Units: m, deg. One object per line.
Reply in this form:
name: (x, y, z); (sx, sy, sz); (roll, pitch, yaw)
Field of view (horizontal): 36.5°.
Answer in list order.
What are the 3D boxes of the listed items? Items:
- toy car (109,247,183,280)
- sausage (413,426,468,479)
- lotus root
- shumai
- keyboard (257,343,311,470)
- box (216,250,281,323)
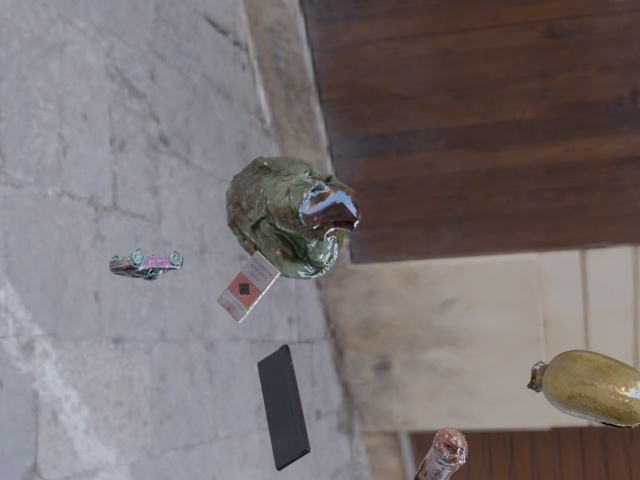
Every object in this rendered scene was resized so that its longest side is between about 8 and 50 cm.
toy car: (-0.310, 0.046, 1.740); (0.142, 0.069, 0.055); (2, 82, -46)
sausage: (0.228, 0.435, 1.855); (0.304, 0.078, 0.078); (98, -3, -56)
lotus root: (0.561, 0.299, 1.998); (0.146, 0.303, 0.131); (-15, 108, -37)
shumai: (-0.038, -0.084, 1.683); (0.272, 0.222, 0.204); (52, -35, 28)
keyboard: (-0.083, 0.367, 2.180); (0.018, 0.101, 0.310); (40, 22, -37)
box: (-0.091, 0.059, 1.233); (0.083, 0.046, 0.012); (-50, 155, 5)
